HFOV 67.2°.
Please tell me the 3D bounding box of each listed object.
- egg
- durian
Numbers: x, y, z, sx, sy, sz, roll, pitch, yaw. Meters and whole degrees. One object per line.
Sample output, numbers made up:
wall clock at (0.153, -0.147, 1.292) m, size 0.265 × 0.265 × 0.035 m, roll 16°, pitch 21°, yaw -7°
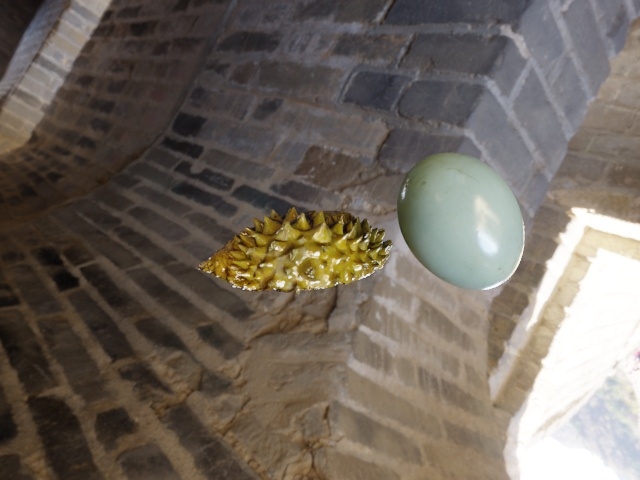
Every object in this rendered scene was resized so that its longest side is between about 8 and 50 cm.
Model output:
egg at (0.183, -0.025, 0.637) m, size 0.192 × 0.150 × 0.149 m, roll 65°, pitch -178°, yaw 10°
durian at (0.001, 0.001, 0.740) m, size 0.191 × 0.112 × 0.342 m, roll -1°, pitch -173°, yaw 45°
